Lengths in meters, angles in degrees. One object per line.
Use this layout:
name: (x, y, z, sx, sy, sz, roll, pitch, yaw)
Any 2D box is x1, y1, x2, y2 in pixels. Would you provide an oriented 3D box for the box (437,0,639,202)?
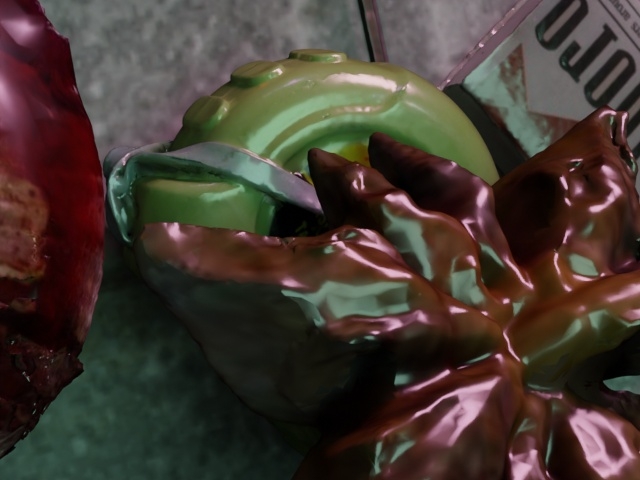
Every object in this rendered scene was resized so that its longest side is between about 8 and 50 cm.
box: (0.157, -0.052, 1.000, 0.115, 0.036, 0.177, -46, 105, -17)

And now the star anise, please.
star anise: (0.085, 0.055, 0.798, 0.349, 0.109, 0.292, 16, 69, -26)

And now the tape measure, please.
tape measure: (0.000, 0.000, 0.895, 0.175, 0.106, 0.200, -46, 109, -10)

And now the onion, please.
onion: (-0.198, -0.016, 0.752, 0.252, 0.219, 0.252, 3, 81, -16)
